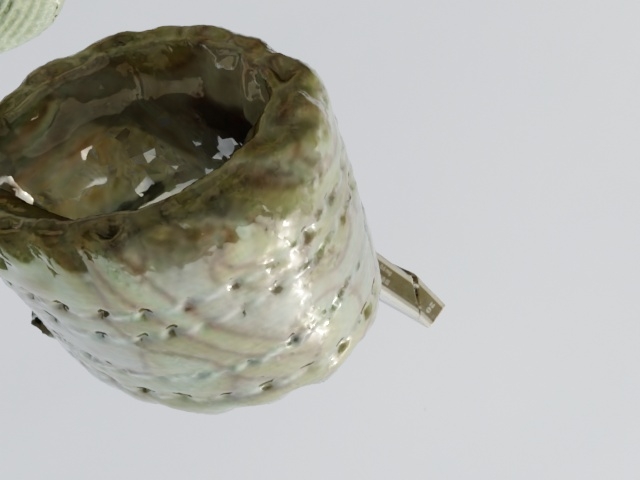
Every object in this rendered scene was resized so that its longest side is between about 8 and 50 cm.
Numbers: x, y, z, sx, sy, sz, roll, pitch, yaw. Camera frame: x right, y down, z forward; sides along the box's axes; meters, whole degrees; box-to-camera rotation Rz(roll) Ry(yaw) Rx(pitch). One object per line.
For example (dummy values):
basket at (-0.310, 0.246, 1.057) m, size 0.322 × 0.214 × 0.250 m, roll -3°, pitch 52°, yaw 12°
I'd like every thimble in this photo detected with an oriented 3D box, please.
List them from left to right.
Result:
thimble at (-0.073, -0.006, 0.453) m, size 0.191 × 0.143 × 0.137 m, roll -2°, pitch -125°, yaw 18°

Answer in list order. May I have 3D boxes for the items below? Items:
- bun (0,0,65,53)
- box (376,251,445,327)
bun at (-0.331, -0.263, 0.908) m, size 0.196 × 0.195 × 0.118 m, roll -12°, pitch -112°, yaw -6°
box at (0.000, 0.000, 0.741) m, size 0.109 × 0.198 × 0.029 m, roll 26°, pitch -96°, yaw 51°
